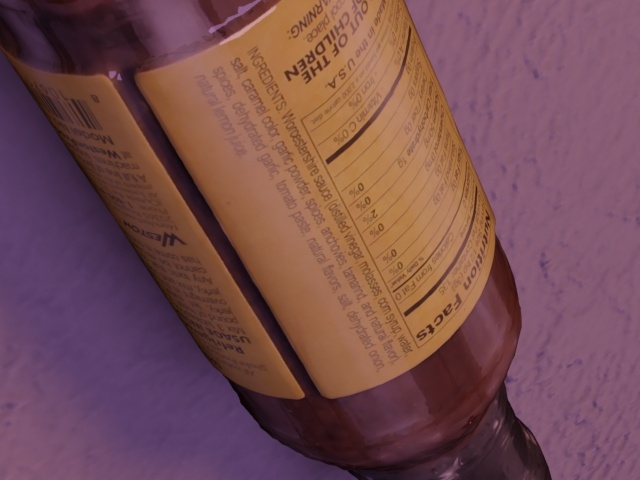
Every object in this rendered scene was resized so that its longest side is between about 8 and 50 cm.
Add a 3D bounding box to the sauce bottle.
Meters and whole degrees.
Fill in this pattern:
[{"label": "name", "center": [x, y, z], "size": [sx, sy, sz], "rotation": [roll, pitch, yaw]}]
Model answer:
[{"label": "sauce bottle", "center": [0.000, 0.000, 0.589], "size": [0.111, 0.111, 0.344], "rotation": [-37, 137, -10]}]
